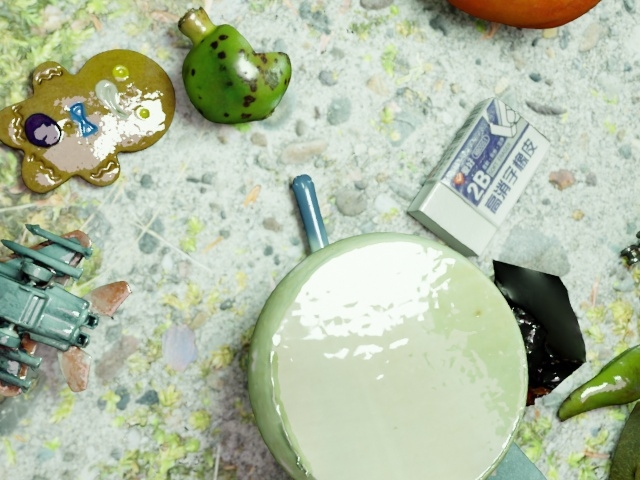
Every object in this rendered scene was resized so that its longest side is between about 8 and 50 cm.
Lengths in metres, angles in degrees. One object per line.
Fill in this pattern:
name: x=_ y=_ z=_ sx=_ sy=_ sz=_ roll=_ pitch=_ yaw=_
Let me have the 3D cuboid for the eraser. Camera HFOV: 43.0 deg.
eraser: x=0.237 y=-0.094 z=1.213 sx=0.124 sy=0.068 sz=0.210 roll=37 pitch=78 yaw=-14

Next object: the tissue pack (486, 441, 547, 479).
tissue pack: x=0.144 y=0.309 z=1.150 sx=0.228 sy=0.103 sz=0.315 roll=-43 pitch=99 yaw=-12

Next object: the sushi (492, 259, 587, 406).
sushi: x=0.284 y=0.150 z=1.171 sx=0.153 sy=0.172 sz=0.150 roll=13 pitch=128 yaw=-33

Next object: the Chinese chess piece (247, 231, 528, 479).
Chinese chess piece: x=0.082 y=0.164 z=1.020 sx=0.349 sy=0.146 sz=0.349 roll=2 pitch=79 yaw=-10

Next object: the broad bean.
broad bean: x=0.517 y=0.194 z=1.286 sx=0.339 sy=0.061 sz=0.077 roll=-32 pitch=111 yaw=-15

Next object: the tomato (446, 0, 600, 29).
tomato: x=0.271 y=-0.459 z=1.141 sx=0.341 sy=0.273 sz=0.341 roll=-2 pitch=101 yaw=-10

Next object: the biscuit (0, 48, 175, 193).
biscuit: x=-0.303 y=-0.163 z=1.073 sx=0.236 sy=0.039 sz=0.180 roll=-33 pitch=96 yaw=-17

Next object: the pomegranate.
pomegranate: x=-0.127 y=-0.218 z=1.069 sx=0.169 sy=0.143 sz=0.122 roll=33 pitch=74 yaw=-25

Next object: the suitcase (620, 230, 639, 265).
suitcase: x=0.652 y=0.018 z=1.266 sx=0.312 sy=0.128 sz=0.202 roll=-22 pitch=67 yaw=-11

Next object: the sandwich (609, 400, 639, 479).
sandwich: x=0.542 y=0.370 z=1.256 sx=0.212 sy=0.109 sz=0.292 roll=-13 pitch=105 yaw=-27

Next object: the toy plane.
toy plane: x=-0.411 y=0.058 z=0.994 sx=0.326 sy=0.104 sz=0.223 roll=25 pitch=81 yaw=-14

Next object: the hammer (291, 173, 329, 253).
hammer: x=0.000 y=0.000 z=1.142 sx=0.116 sy=0.069 sz=0.194 roll=-15 pitch=87 yaw=-15
